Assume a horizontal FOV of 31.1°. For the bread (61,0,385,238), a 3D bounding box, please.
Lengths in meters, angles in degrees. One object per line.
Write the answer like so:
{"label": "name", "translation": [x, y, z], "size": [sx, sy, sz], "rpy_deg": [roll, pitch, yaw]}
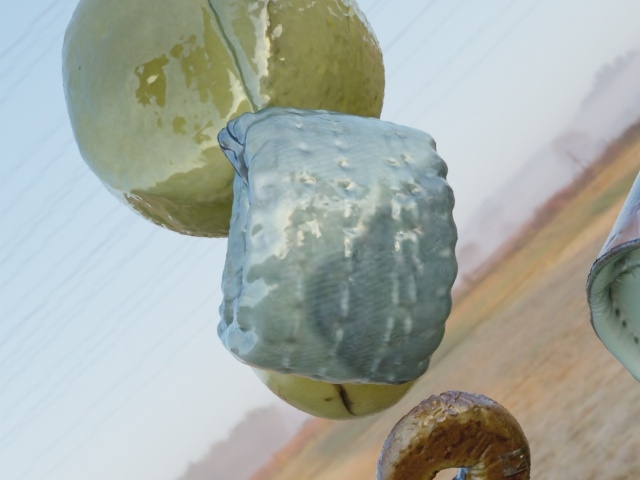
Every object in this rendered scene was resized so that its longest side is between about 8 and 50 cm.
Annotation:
{"label": "bread", "translation": [-0.093, -0.158, 1.141], "size": [0.320, 0.320, 0.237], "rpy_deg": [-45, -40, 11]}

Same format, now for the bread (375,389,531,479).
{"label": "bread", "translation": [0.150, 0.256, 1.292], "size": [0.193, 0.193, 0.064], "rpy_deg": [-44, 22, 2]}

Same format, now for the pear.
{"label": "pear", "translation": [0.031, 0.091, 1.614], "size": [0.309, 0.309, 0.309], "rpy_deg": [-42, -9, -8]}

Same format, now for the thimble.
{"label": "thimble", "translation": [0.000, 0.000, 0.911], "size": [0.250, 0.172, 0.204], "rpy_deg": [-98, 18, -51]}

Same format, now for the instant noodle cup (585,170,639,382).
{"label": "instant noodle cup", "translation": [0.303, -0.015, 0.708], "size": [0.231, 0.243, 0.243], "rpy_deg": [-53, -4, -26]}
